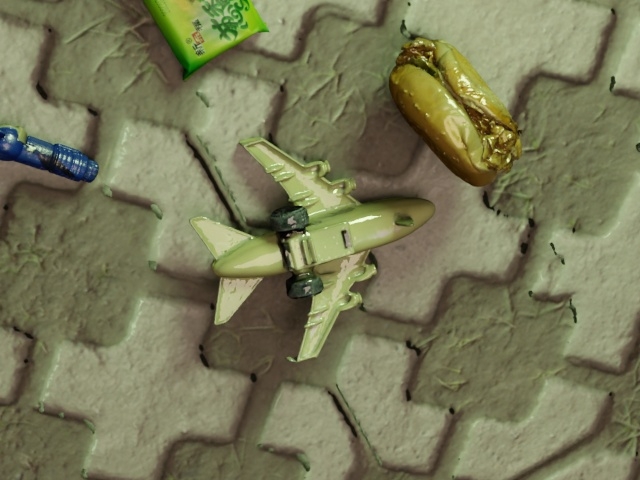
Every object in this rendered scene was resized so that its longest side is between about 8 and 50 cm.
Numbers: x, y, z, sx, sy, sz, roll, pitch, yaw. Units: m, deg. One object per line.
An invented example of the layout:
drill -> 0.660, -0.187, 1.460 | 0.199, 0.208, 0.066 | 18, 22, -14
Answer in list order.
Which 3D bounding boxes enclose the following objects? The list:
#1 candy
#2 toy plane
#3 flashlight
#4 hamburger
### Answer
candy -> -0.127, -0.241, 1.619 | 0.102, 0.032, 0.178 | -31, 116, -2
toy plane -> 0.000, 0.000, 1.724 | 0.244, 0.092, 0.229 | -15, 101, -6
flashlight -> -0.266, -0.085, 1.644 | 0.121, 0.057, 0.035 | 17, 68, -27
hamburger -> 0.128, -0.123, 1.673 | 0.083, 0.138, 0.147 | -39, 74, -4
